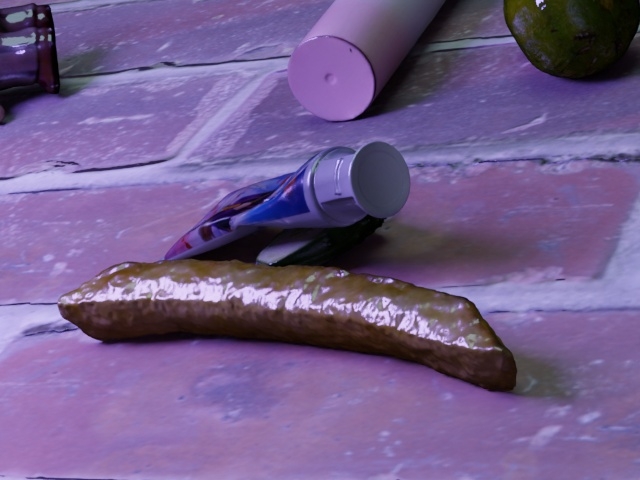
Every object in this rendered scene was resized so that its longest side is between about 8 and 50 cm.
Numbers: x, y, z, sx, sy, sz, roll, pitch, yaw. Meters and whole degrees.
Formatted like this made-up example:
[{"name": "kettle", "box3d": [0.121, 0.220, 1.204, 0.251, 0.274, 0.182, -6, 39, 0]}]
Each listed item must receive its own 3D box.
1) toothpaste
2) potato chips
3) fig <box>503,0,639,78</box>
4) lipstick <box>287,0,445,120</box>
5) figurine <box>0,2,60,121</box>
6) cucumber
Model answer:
[{"name": "toothpaste", "box3d": [-0.034, -0.028, 1.556, 0.096, 0.061, 0.266, -43, 17, -33]}, {"name": "potato chips", "box3d": [-0.016, 0.053, 1.422, 0.407, 0.057, 0.080, 5, 45, 38]}, {"name": "fig", "box3d": [0.207, -0.203, 1.777, 0.123, 0.123, 0.156, -32, 12, -32]}, {"name": "lipstick", "box3d": [0.062, -0.223, 1.932, 0.087, 0.087, 0.327, -5, 26, 24]}, {"name": "figurine", "box3d": [-0.464, -0.170, 2.105, 0.365, 0.206, 0.218, 4, 44, -14]}, {"name": "cucumber", "box3d": [0.000, 0.000, 1.556, 0.107, 0.035, 0.067, -34, 22, -18]}]
